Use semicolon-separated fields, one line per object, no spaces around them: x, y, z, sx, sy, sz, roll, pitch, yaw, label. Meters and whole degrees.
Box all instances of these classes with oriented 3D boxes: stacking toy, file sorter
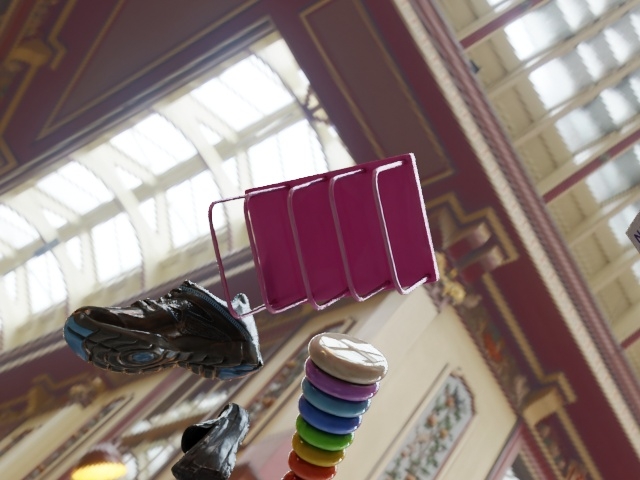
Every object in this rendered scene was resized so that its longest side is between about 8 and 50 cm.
0.000;0.331;1.828;0.141;0.141;0.330;25;-73;18;stacking toy
0.000;0.000;1.613;0.291;0.182;0.202;-11;-86;23;file sorter

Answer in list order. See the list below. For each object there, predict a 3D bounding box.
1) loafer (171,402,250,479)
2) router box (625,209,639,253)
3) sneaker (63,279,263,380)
-0.151;0.277;1.462;0.078;0.223;0.076;33;-73;-4;loafer
0.557;0.009;1.341;0.301;0.082;0.335;60;-20;25;router box
-0.248;0.135;1.673;0.125;0.341;0.139;-30;-123;42;sneaker
